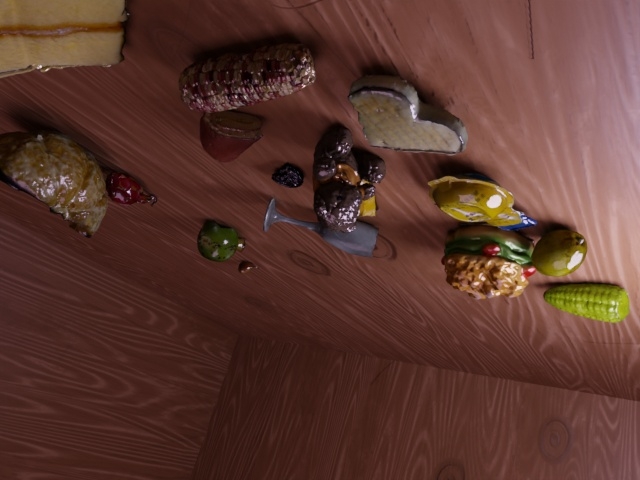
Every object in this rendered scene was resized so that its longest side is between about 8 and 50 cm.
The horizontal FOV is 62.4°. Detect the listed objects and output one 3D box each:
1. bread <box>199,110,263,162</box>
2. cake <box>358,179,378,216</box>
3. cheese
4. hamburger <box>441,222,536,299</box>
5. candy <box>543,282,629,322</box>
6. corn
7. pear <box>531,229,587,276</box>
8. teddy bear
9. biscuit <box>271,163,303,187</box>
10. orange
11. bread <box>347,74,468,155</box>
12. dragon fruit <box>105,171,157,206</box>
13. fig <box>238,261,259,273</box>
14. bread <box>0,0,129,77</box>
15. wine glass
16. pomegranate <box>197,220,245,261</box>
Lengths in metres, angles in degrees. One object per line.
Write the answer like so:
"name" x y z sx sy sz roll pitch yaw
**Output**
"bread" -0.210 -0.229 1.156 0.119 0.067 0.192 25 158 -21
"cake" 0.092 -0.112 1.268 0.079 0.116 0.184 12 -169 24
"cheese" 0.342 -0.074 1.121 0.270 0.069 0.176 24 159 -27
"hamburger" 0.411 0.065 1.309 0.236 0.149 0.237 16 159 6
"candy" 0.700 0.158 1.405 0.209 0.097 0.096 4 156 43
"corn" -0.128 -0.285 0.920 0.289 0.098 0.098 -2 152 34
"pear" 0.535 0.028 1.180 0.107 0.107 0.131 25 146 -20
"teddy bear" 0.038 -0.113 1.091 0.140 0.190 0.177 -12 151 40
"biscuit" -0.082 -0.158 1.294 0.087 0.027 0.089 10 159 16
"orange" -0.740 -0.184 1.478 0.270 0.211 0.369 25 166 32
"bread" 0.145 -0.211 0.934 0.231 0.064 0.172 25 158 -16
"dragon fruit" -0.584 -0.143 1.642 0.094 0.094 0.190 2 159 34
"fig" -0.287 0.108 2.107 0.083 0.050 0.050 -2 158 1
"bread" -0.441 -0.360 0.854 0.235 0.199 0.263 15 162 -17
"wine glass" 0.000 0.000 1.530 0.309 0.097 0.264 15 157 3
"pomegranate" -0.339 0.016 1.798 0.169 0.123 0.143 31 126 -26
